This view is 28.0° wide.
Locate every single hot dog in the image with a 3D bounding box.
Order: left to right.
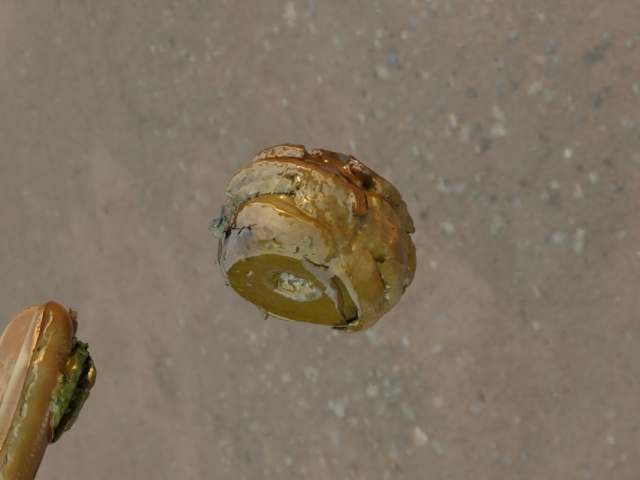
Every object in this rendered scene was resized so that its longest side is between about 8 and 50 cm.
[{"bbox_3d":[-0.150,0.088,0.659,0.056,0.041,0.133,-18,45,39],"label":"hot dog"}]

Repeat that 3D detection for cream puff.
[{"bbox_3d":[0.000,0.000,0.764,0.119,0.104,0.133,13,158,17],"label":"cream puff"}]

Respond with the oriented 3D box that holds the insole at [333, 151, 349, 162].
[{"bbox_3d":[0.025,-0.079,1.621,0.080,0.232,0.003,31,109,5],"label":"insole"}]
